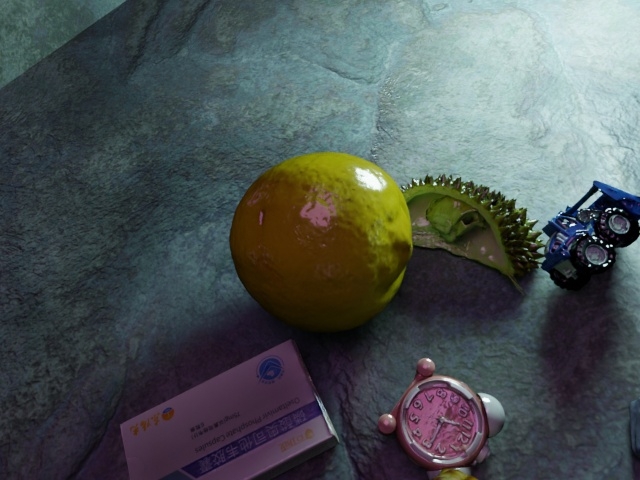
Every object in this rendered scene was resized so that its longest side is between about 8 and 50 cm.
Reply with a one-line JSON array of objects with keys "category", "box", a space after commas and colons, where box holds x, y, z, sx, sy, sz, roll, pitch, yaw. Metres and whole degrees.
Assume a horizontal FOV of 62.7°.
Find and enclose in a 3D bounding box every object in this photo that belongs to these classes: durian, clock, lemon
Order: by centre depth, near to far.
[{"category": "clock", "box": [0.193, 0.294, 0.837, 0.162, 0.093, 0.166, 33, 72, 22]}, {"category": "lemon", "box": [0.000, 0.000, 0.955, 0.347, 0.348, 0.348, -7, 53, 10]}, {"category": "durian", "box": [0.288, -0.039, 1.066, 0.355, 0.157, 0.170, 26, 100, 30]}]

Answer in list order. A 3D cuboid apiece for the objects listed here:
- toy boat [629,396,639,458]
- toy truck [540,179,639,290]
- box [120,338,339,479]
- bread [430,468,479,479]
[{"category": "toy boat", "box": [0.600, 0.283, 0.739, 0.282, 0.078, 0.127, 4, 52, 19]}, {"category": "toy truck", "box": [0.488, -0.018, 0.953, 0.208, 0.113, 0.126, -39, 74, -19]}, {"category": "box", "box": [-0.161, 0.333, 0.908, 0.343, 0.065, 0.200, -26, 51, -5]}, {"category": "bread", "box": [0.221, 0.424, 0.694, 0.222, 0.096, 0.182, 21, 92, 26]}]
